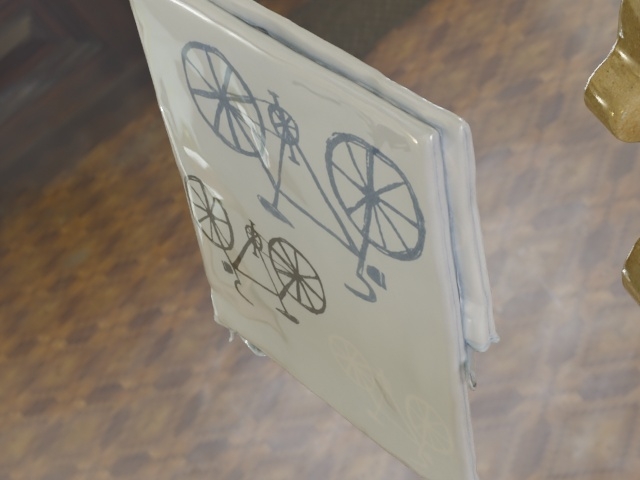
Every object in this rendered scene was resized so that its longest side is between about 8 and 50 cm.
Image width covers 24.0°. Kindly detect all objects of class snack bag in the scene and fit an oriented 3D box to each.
[{"bbox_3d":[0.000,0.000,1.011,0.037,0.342,0.323,-32,43,-25],"label":"snack bag"}]

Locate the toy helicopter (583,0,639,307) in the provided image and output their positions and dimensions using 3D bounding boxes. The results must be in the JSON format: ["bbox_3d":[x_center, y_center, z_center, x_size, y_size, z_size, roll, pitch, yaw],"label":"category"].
[{"bbox_3d":[0.245,-0.086,0.825,0.235,0.355,0.140,-19,51,-20],"label":"toy helicopter"}]
